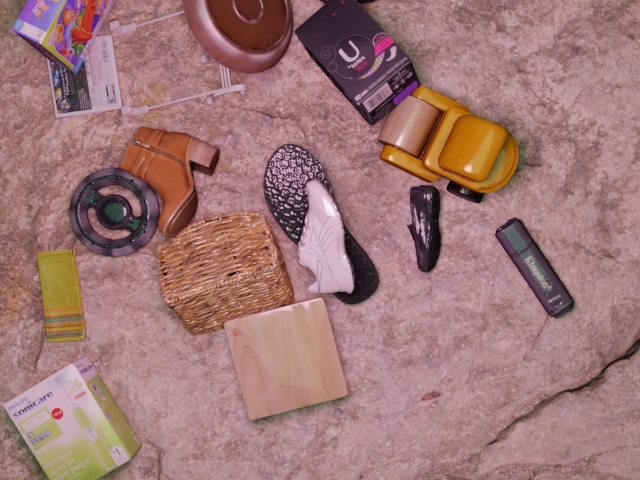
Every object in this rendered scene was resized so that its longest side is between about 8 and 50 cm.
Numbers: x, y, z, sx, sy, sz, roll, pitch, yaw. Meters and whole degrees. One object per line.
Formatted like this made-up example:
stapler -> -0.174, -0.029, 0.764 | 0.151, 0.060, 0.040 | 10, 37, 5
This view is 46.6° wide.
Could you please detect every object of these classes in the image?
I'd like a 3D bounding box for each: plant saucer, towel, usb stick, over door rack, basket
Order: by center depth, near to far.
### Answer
plant saucer -> -0.183, -0.562, 1.795 | 0.311, 0.050, 0.310 | 4, 83, -36
over door rack -> -0.349, -0.457, 1.869 | 0.325, 0.108, 0.239 | -9, 90, 12
basket -> -0.242, 0.076, 1.884 | 0.299, 0.223, 0.213 | -19, 59, 1
usb stick -> 0.546, 0.069, 1.899 | 0.077, 0.045, 0.278 | -34, 92, 1
towel -> -0.672, 0.144, 1.925 | 0.102, 0.021, 0.237 | -7, 91, 0

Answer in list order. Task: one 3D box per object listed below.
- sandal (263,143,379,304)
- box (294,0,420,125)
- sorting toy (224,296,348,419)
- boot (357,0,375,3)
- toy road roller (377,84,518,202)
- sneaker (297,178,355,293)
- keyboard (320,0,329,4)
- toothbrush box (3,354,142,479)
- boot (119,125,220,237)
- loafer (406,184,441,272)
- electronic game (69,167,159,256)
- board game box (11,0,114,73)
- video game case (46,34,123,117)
sandal -> -0.009, -0.037, 1.885 | 0.168, 0.107, 0.445 | -29, 104, 0
box -> 0.090, -0.440, 1.792 | 0.165, 0.143, 0.270 | -40, 69, 5
sorting toy -> -0.085, 0.291, 1.887 | 0.256, 0.089, 0.256 | -14, 93, 1
boot -> 0.155, -0.716, 1.819 | 0.348, 0.131, 0.259 | 2, 78, 11
toy road roller -> 0.316, -0.237, 1.794 | 0.330, 0.240, 0.202 | 25, 92, 0
sneaker -> 0.000, 0.000, 1.786 | 0.130, 0.111, 0.296 | -12, 103, 1
keyboard -> 0.016, -0.648, 1.886 | 0.192, 0.038, 0.100 | 20, 92, 1
toothbrush box -> -0.623, 0.470, 1.886 | 0.206, 0.122, 0.283 | -31, 90, 1
boot -> -0.401, -0.155, 1.840 | 0.220, 0.109, 0.283 | 18, 70, 7
loafer -> 0.260, -0.031, 1.892 | 0.078, 0.076, 0.223 | 5, 100, 36
electronic game -> -0.527, -0.072, 1.903 | 0.230, 0.048, 0.229 | 0, 91, 0
board game box -> -0.578, -0.599, 1.781 | 0.078, 0.233, 0.347 | 26, 88, 3
video game case -> -0.606, -0.420, 1.907 | 0.173, 0.022, 0.190 | -8, 92, 0
